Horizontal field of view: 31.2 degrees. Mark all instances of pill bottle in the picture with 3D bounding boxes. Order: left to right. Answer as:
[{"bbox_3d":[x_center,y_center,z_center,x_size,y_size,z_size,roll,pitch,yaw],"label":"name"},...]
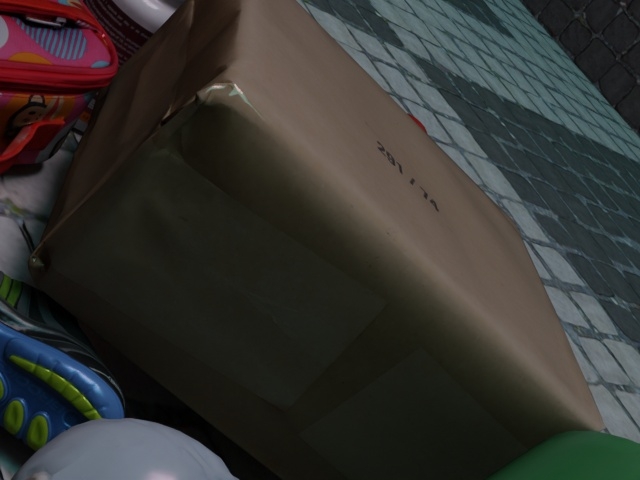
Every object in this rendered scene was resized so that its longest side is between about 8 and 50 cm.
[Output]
[{"bbox_3d":[-0.151,-0.161,0.889,0.086,0.152,0.086,34,25,-19],"label":"pill bottle"}]

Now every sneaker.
[{"bbox_3d":[-0.181,0.047,0.619,0.188,0.067,0.078,41,2,0],"label":"sneaker"}]

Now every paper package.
[{"bbox_3d":[0.000,0.000,0.767,0.325,0.168,0.309,42,19,-21],"label":"paper package"}]

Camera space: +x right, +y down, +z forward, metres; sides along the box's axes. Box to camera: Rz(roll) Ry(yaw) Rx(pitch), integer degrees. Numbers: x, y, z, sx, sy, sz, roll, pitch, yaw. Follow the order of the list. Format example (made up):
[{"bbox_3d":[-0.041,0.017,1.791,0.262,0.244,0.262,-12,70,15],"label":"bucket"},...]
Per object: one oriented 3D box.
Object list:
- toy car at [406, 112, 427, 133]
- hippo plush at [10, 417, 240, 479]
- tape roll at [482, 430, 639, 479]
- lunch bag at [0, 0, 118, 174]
[{"bbox_3d":[0.030,-0.066,1.033,0.182,0.136,0.159,13,37,-49],"label":"toy car"},{"bbox_3d":[-0.030,0.195,0.425,0.236,0.294,0.234,29,14,32],"label":"hippo plush"},{"bbox_3d":[0.172,0.248,0.540,0.077,0.321,0.321,-29,66,-20],"label":"tape roll"},{"bbox_3d":[-0.277,-0.141,0.716,0.258,0.120,0.293,55,28,18],"label":"lunch bag"}]
